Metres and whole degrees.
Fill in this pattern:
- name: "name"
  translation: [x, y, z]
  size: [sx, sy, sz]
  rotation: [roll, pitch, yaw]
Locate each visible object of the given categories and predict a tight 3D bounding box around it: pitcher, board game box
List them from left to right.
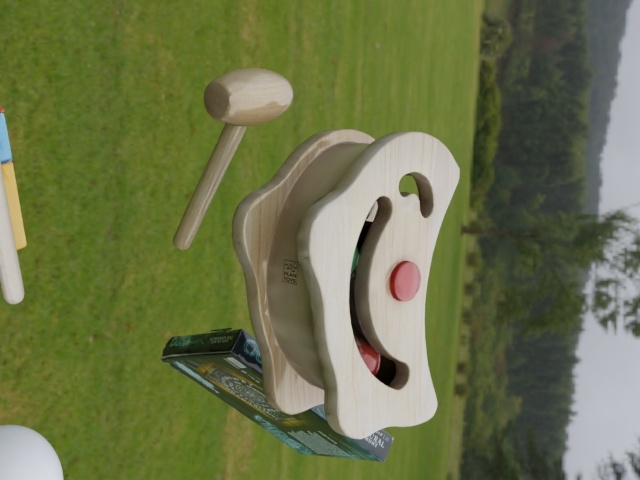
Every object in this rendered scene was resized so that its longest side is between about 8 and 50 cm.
- name: "pitcher"
  translation: [-0.351, 0.263, 0.844]
  size: [0.178, 0.125, 0.207]
  rotation: [39, 12, -18]
- name: "board game box"
  translation: [-0.040, 0.141, 0.758]
  size: [0.186, 0.126, 0.026]
  rotation: [40, 60, -26]

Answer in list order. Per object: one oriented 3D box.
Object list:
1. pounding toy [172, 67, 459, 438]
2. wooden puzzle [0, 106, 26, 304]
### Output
- name: "pounding toy"
  translation: [0.000, 0.000, 0.614]
  size: [0.154, 0.155, 0.269]
  rotation: [-26, 115, -40]
- name: "wooden puzzle"
  translation: [-0.347, -0.085, 0.835]
  size: [0.044, 0.239, 0.221]
  rotation: [-20, 135, -30]
